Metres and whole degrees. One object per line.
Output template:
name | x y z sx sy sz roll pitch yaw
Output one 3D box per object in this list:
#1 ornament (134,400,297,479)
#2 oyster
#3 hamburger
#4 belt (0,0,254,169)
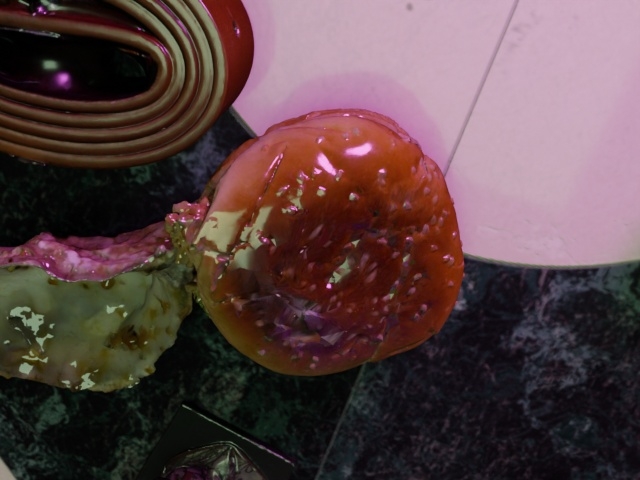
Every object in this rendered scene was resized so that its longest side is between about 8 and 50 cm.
ornament | -0.146 0.319 0.837 0.153 0.196 0.166 30 114 -4
oyster | -0.257 0.066 0.814 0.396 0.111 0.204 -10 127 11
hamburger | 0.000 0.000 0.688 0.286 0.146 0.243 23 106 -26
belt | -0.235 -0.184 0.684 0.338 0.122 0.217 13 115 3
